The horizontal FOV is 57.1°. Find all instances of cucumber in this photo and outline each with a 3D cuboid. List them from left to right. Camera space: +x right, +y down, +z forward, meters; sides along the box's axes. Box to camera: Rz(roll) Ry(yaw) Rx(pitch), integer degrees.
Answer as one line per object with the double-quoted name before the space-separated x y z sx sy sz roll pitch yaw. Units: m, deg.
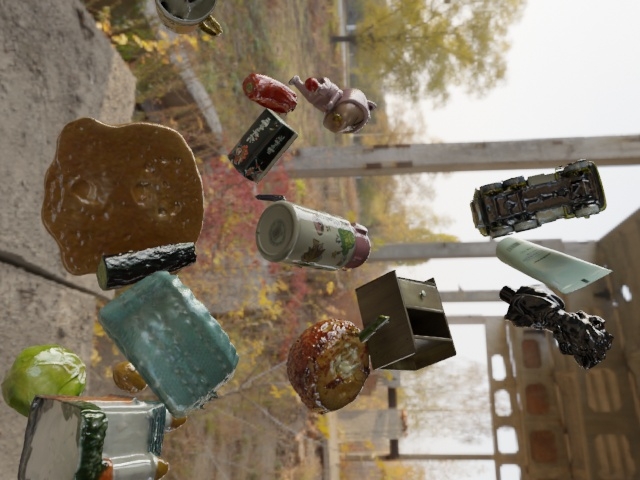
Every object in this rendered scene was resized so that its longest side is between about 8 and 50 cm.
"cucumber" -0.355 0.057 1.236 0.078 0.211 0.062 -52 -122 41

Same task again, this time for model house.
"model house" -0.399 0.403 1.162 0.301 0.271 0.190 10 77 -42

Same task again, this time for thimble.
"thimble" -0.245 0.171 0.970 0.235 0.143 0.198 53 -21 2

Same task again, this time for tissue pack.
"tissue pack" -0.149 -0.242 1.504 0.090 0.170 0.103 33 12 -49

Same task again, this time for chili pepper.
"chili pepper" -0.118 -0.337 1.349 0.070 0.123 0.073 -59 -139 15

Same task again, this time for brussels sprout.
"brussels sprout" -0.759 0.390 1.625 0.223 0.223 0.161 -87 -162 -46

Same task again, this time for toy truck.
"toy truck" 0.464 -0.082 1.296 0.157 0.272 0.124 24 53 -84

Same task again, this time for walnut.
"walnut" -0.578 0.420 1.811 0.052 0.121 0.091 -25 -144 48

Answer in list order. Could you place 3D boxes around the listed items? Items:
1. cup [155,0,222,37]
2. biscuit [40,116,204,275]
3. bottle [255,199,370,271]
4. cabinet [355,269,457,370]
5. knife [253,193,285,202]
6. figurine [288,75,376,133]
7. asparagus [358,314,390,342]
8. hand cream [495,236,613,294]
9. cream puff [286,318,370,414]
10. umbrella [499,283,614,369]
"cup" -0.400 -0.714 1.806 0.185 0.241 0.226 -49 -163 -10
"biscuit" -0.451 -0.086 1.378 0.062 0.365 0.385 13 -82 64
"bottle" 0.000 0.000 1.161 0.253 0.120 0.120 11 75 -48
"cabinet" 0.216 0.202 1.485 0.175 0.148 0.215 13 55 -43
"knife" -0.175 -0.146 2.033 0.018 0.121 0.031 71 32 -45
"figurine" 0.035 -0.436 1.913 0.287 0.176 0.186 30 51 -33
"asparagus" 0.108 0.172 1.168 0.021 0.025 0.108 58 -43 17
"hand cream" 0.492 0.049 1.306 0.320 0.109 0.067 -140 -153 -74
"cream puff" 0.017 0.309 1.460 0.240 0.164 0.240 -1 91 -49
"umbrella" 0.529 0.178 1.343 0.110 0.272 0.122 29 94 -45
